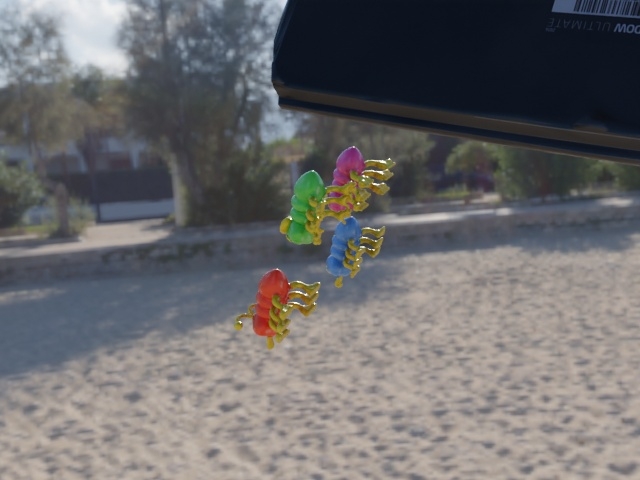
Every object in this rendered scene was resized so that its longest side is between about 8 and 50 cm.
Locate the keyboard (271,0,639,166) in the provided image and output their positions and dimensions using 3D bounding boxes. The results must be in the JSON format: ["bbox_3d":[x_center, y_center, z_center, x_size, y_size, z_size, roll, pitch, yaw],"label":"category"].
[{"bbox_3d":[0.136,-0.124,0.365,0.317,0.201,0.033,13,-11,28],"label":"keyboard"}]

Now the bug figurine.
[{"bbox_3d":[0.000,0.000,1.071,0.072,0.216,0.279,25,29,18],"label":"bug figurine"}]
